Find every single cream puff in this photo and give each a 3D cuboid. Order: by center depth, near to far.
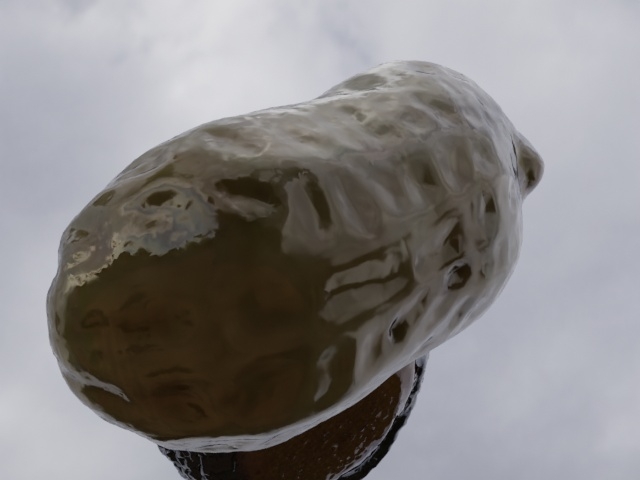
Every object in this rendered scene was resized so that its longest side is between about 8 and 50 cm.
[{"bbox_3d":[-0.031,0.088,1.238,0.239,0.165,0.239,-24,-46,-27],"label":"cream puff"}]

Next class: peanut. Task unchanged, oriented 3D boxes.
[{"bbox_3d":[0.000,0.000,0.901,0.192,0.387,0.169,-9,-79,40],"label":"peanut"}]
